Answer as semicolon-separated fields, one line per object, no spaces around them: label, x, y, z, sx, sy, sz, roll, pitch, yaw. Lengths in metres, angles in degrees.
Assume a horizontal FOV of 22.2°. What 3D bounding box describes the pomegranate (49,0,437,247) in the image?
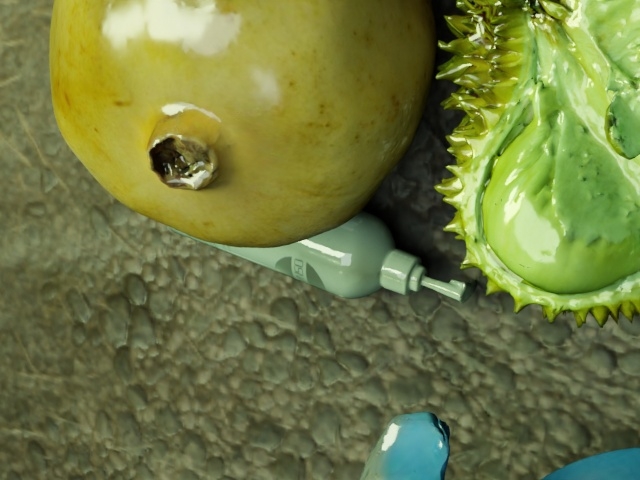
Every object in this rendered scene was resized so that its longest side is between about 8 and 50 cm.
pomegranate;-0.041;-0.110;0.896;0.233;0.233;0.233;7;107;25

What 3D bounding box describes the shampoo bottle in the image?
shampoo bottle;0.000;0.000;0.993;0.195;0.056;0.056;20;112;21

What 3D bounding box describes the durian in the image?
durian;0.157;-0.084;0.821;0.200;0.176;0.236;9;121;7

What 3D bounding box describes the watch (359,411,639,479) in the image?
watch;0.161;0.214;0.892;0.275;0.241;0.305;-13;106;13
